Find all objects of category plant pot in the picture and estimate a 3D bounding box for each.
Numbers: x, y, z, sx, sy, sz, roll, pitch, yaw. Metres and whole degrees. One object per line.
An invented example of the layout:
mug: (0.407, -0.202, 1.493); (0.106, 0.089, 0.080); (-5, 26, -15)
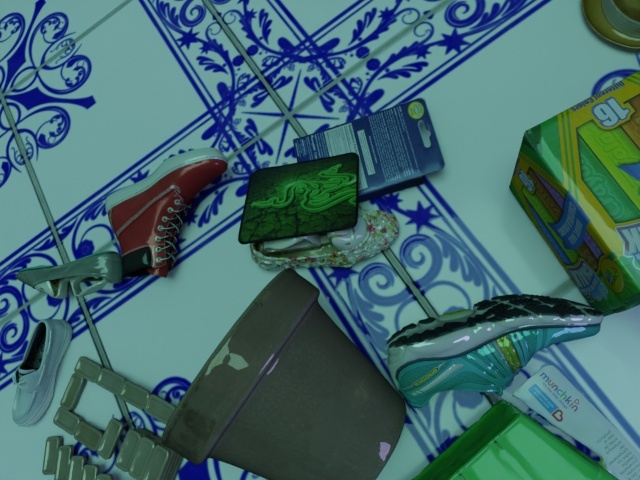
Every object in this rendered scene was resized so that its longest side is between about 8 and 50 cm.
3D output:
plant pot: (-0.025, 0.202, 0.594); (0.229, 0.263, 0.263); (35, 86, 5)

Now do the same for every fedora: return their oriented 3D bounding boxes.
fedora: (0.492, -0.382, 0.692); (0.194, 0.079, 0.194); (-4, 74, 15)

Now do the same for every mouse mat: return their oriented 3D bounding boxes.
mouse mat: (-0.033, -0.067, 0.725); (0.190, 0.007, 0.152); (-7, 54, 16)

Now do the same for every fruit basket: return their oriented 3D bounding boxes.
fruit basket: (0.264, 0.375, 0.518); (0.327, 0.165, 0.353); (-44, 83, 1)

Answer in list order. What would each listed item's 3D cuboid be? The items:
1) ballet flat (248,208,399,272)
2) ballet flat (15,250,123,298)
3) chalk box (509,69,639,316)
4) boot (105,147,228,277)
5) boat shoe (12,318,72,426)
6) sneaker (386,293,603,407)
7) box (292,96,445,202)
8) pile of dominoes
ballet flat: (0.000, 0.000, 0.721); (0.241, 0.077, 0.091); (-14, 70, 11)
ballet flat: (-0.448, 0.070, 0.831); (0.213, 0.072, 0.068); (-12, 76, 12)
chalk box: (0.390, -0.025, 0.561); (0.180, 0.179, 0.288); (-29, 68, 6)
boot: (-0.244, -0.037, 0.800); (0.244, 0.088, 0.176); (-28, 70, 14)
boat shoe: (-0.486, 0.223, 0.800); (0.066, 0.063, 0.184); (18, 79, 20)
sneaker: (0.224, 0.140, 0.612); (0.275, 0.107, 0.109); (-16, 96, 3)
box: (0.075, -0.135, 0.760); (0.225, 0.036, 0.136); (-16, 71, 13)
pile of dominoes: (-0.334, 0.322, 0.755); (0.251, 0.040, 0.195); (15, 79, 28)
